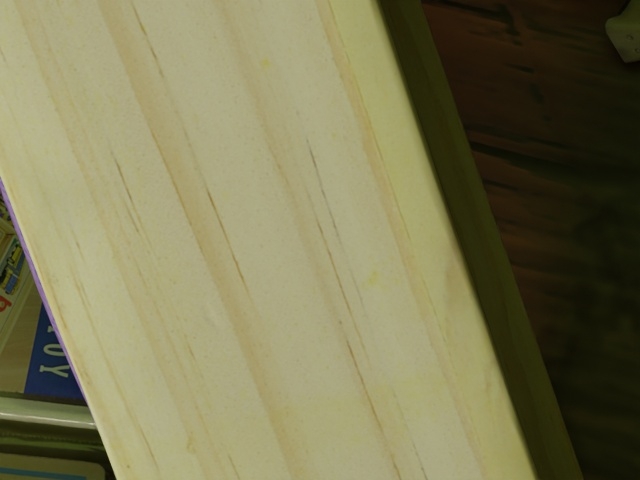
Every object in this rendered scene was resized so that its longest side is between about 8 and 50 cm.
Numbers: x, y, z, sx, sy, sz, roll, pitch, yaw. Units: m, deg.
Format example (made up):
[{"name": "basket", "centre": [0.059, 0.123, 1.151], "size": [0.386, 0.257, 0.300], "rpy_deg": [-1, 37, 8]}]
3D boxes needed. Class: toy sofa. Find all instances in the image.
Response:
[{"name": "toy sofa", "centre": [0.000, 0.000, 0.542], "size": [0.177, 0.150, 0.363], "rpy_deg": [-20, 104, 3]}]

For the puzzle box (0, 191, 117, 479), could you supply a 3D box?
[{"name": "puzzle box", "centre": [-0.195, 0.154, 0.530], "size": [0.272, 0.052, 0.409], "rpy_deg": [5, 61, 2]}]

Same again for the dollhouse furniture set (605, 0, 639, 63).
[{"name": "dollhouse furniture set", "centre": [0.116, -0.143, 0.690], "size": [0.081, 0.091, 0.114], "rpy_deg": [5, 50, 50]}]
